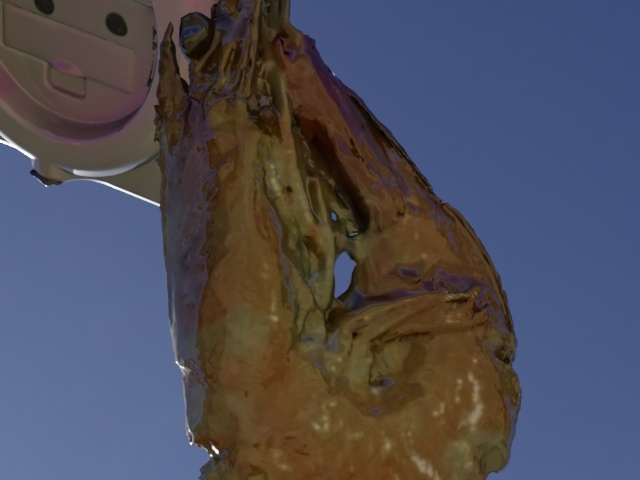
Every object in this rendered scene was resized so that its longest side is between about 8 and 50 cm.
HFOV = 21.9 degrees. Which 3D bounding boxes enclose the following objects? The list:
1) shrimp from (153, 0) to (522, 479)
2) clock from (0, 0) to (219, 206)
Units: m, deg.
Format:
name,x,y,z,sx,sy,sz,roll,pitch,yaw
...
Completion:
name,x,y,z,sx,sy,sz,roll,pitch,yaw
shrimp,0.000,0.000,0.731,0.154,0.062,0.294,-13,-93,-10
clock,-0.129,-0.151,0.936,0.227,0.090,0.248,22,-51,18
